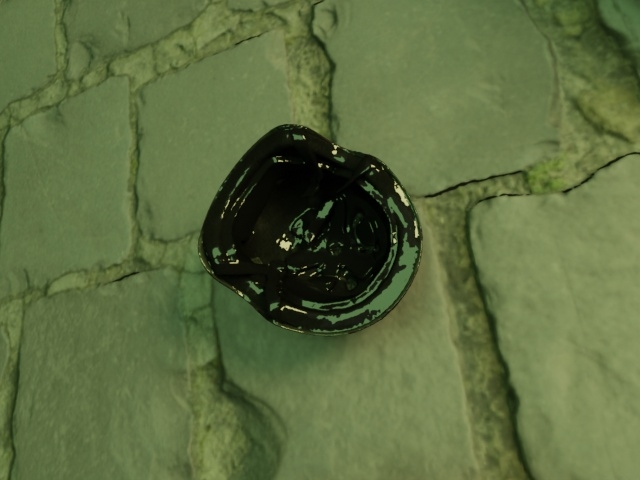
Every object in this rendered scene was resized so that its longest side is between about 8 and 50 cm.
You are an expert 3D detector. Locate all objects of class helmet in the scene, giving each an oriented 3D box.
[{"bbox_3d":[-0.004,-0.001,0.473,0.177,0.107,0.153,33,86,10],"label":"helmet"}]
